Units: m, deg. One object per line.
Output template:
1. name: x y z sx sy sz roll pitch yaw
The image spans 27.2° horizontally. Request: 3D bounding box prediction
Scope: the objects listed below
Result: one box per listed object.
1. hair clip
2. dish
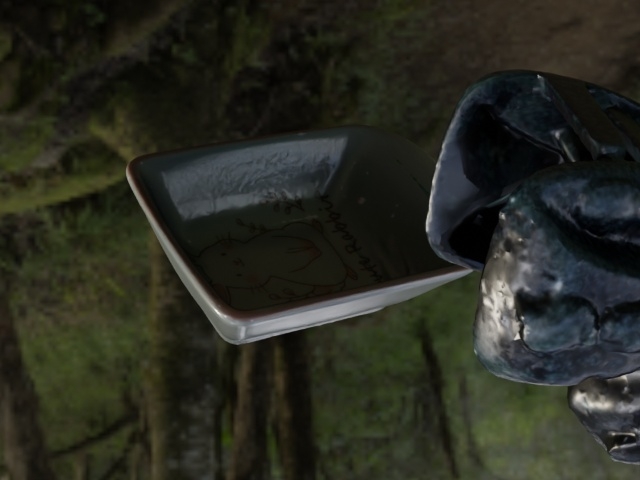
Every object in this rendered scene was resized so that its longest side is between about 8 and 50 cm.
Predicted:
1. hair clip: 0.213 0.002 0.605 0.310 0.206 0.194 -16 -145 2
2. dish: 0.000 0.000 0.859 0.234 0.064 0.154 -12 -133 -30
